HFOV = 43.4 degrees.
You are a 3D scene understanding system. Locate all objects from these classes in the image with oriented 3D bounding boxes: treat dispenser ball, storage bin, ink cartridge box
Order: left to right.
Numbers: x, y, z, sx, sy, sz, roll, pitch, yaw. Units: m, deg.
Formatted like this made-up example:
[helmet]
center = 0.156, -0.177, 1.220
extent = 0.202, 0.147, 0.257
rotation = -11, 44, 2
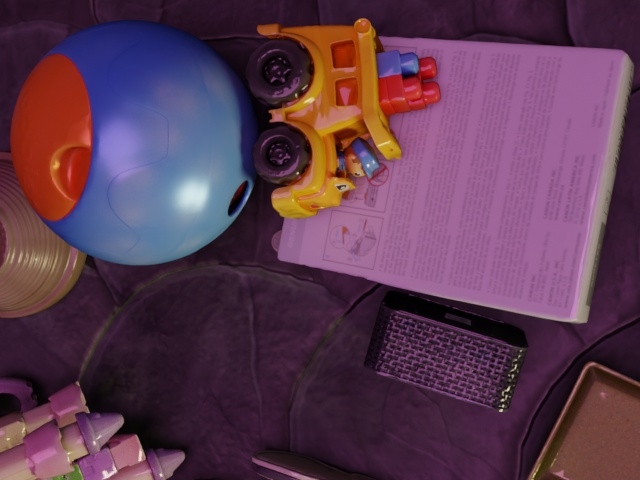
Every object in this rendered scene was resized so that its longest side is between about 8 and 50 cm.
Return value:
[treat dispenser ball]
center = -0.215, -0.114, 0.957
extent = 0.288, 0.288, 0.288
rotation = 1, 96, 11
[storage bin]
center = 0.155, 0.132, 0.993
extent = 0.180, 0.122, 0.084
rotation = 15, 98, 9
[ink cartridge box]
center = 0.156, -0.085, 0.987
extent = 0.385, 0.091, 0.307
rotation = 11, 89, 27

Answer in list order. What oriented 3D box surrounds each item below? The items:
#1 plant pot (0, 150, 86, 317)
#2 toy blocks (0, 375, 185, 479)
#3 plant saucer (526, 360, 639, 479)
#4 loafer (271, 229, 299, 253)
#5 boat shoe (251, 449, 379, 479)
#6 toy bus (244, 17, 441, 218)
[plant pot]
center = -0.452, -0.005, 1.104
extent = 0.238, 0.110, 0.237
rotation = 1, 95, 12
[toy blocks]
center = -0.311, 0.318, 1.081
extent = 0.260, 0.309, 0.288
rotation = -22, 105, -20
[plant saucer]
center = 0.378, 0.266, 1.003
extent = 0.188, 0.045, 0.188
rotation = 25, 99, 8
[loafer]
center = 0.000, 0.000, 1.058
extent = 0.125, 0.039, 0.045
rotation = -6, 64, 8
[boat shoe]
center = 0.001, 0.336, 1.069
extent = 0.206, 0.075, 0.064
rotation = 16, 95, 4
[toy bus]
center = 0.034, -0.144, 0.938
extent = 0.212, 0.149, 0.220
rotation = -4, 84, 12
